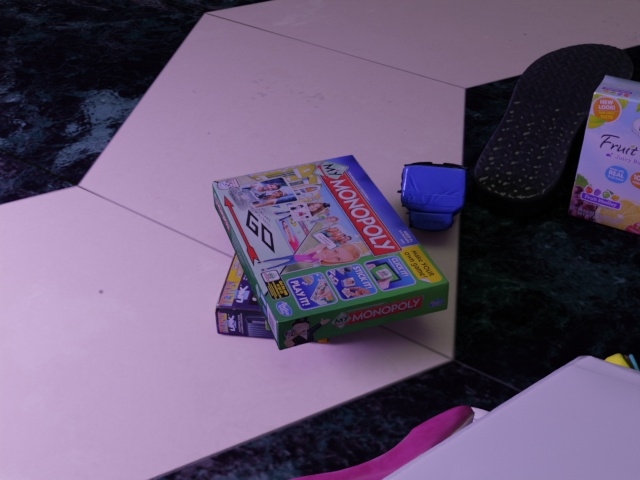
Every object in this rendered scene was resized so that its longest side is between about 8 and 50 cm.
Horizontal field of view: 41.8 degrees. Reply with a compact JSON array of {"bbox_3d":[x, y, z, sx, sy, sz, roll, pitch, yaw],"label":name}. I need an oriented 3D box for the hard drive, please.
[{"bbox_3d":[0.226,0.198,0.742,0.307,0.040,0.203,-20,22,-35],"label":"hard drive"}]

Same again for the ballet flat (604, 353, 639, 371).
[{"bbox_3d":[0.327,0.210,0.867,0.077,0.077,0.231,-20,33,9],"label":"ballet flat"}]

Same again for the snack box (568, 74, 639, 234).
[{"bbox_3d":[0.458,-0.111,1.180,0.174,0.207,0.070,18,39,23],"label":"snack box"}]

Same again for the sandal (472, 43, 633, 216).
[{"bbox_3d":[0.377,-0.183,1.386,0.167,0.107,0.446,24,55,27],"label":"sandal"}]

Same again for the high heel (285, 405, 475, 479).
[{"bbox_3d":[0.037,0.219,0.819,0.244,0.082,0.117,-40,58,-18],"label":"high heel"}]

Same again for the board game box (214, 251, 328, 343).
[{"bbox_3d":[-0.049,0.056,1.084,0.141,0.048,0.170,3,36,8],"label":"board game box"}]

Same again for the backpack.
[{"bbox_3d":[0.160,-0.064,1.209,0.098,0.101,0.120,10,5,7],"label":"backpack"}]

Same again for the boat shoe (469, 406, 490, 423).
[{"bbox_3d":[0.210,0.225,0.843,0.184,0.066,0.063,19,51,23],"label":"boat shoe"}]

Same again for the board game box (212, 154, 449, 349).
[{"bbox_3d":[0.000,0.000,1.081,0.213,0.046,0.317,-13,38,-15],"label":"board game box"}]
